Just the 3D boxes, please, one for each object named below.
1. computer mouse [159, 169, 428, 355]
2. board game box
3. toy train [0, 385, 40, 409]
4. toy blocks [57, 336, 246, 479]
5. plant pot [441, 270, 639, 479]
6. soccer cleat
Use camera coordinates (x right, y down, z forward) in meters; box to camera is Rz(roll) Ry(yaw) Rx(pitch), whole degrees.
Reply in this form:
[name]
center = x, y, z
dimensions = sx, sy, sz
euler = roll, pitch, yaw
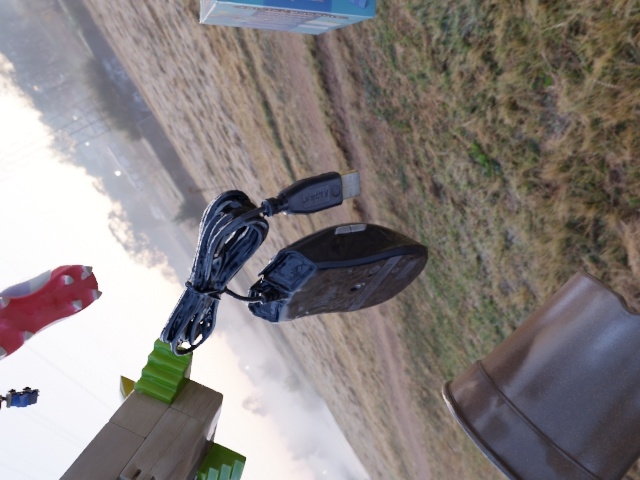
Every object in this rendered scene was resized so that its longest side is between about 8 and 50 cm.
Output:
[computer mouse]
center = 0.000, 0.000, 0.457
dimensions = 0.060, 0.262, 0.184
euler = 59, 140, 29
[board game box]
center = -0.076, -0.435, 0.993
dimensions = 0.336, 0.253, 0.079
euler = -137, 48, -68
[toy train]
center = -0.493, 0.242, 0.818
dimensions = 0.036, 0.158, 0.027
euler = 10, 95, 38
[toy blocks]
center = -0.232, 0.343, 0.644
dimensions = 0.190, 0.261, 0.381
euler = 21, 124, 8
[plant pot]
center = 0.224, 0.127, 0.482
dimensions = 0.167, 0.165, 0.167
euler = 37, -169, -8
[soccer cleat]
center = -0.375, 0.089, 0.658
dimensions = 0.248, 0.095, 0.083
euler = -34, -72, -61
